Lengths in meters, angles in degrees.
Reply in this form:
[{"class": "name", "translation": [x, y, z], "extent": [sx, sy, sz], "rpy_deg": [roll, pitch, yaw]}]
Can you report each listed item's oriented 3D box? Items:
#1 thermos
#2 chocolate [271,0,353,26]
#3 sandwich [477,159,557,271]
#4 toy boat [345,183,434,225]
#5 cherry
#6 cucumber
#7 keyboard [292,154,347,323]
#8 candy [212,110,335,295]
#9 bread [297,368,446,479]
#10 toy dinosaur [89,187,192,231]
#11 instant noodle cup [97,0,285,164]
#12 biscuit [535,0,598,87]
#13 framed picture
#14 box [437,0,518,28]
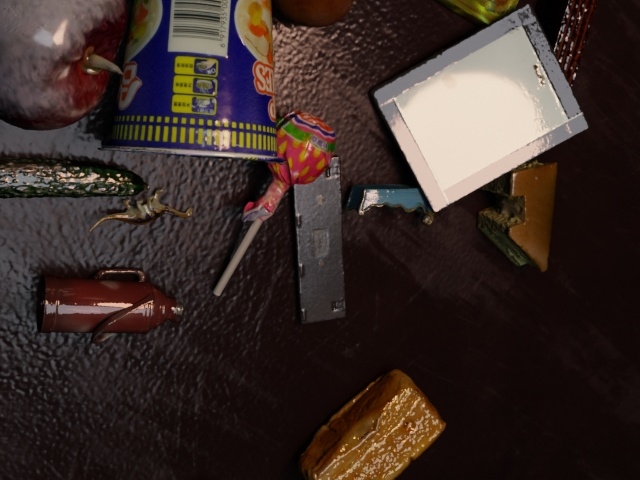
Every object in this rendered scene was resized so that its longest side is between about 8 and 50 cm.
[{"class": "thermos", "translation": [-0.342, 0.105, 1.286], "extent": [0.232, 0.099, 0.124], "rpy_deg": [3, 64, -27]}, {"class": "chocolate", "translation": [-0.016, -0.426, 1.267], "extent": [0.177, 0.177, 0.176], "rpy_deg": [-7, 106, -23]}, {"class": "sandwich", "translation": [0.397, -0.045, 1.569], "extent": [0.128, 0.122, 0.235], "rpy_deg": [-11, 108, -24]}, {"class": "toy boat", "translation": [0.138, -0.064, 1.469], "extent": [0.185, 0.075, 0.077], "rpy_deg": [-3, 102, -29]}, {"class": "cherry", "translation": [-0.395, -0.284, 1.070], "extent": [0.296, 0.218, 0.255], "rpy_deg": [23, 117, 2]}, {"class": "cucumber", "translation": [-0.412, -0.097, 1.215], "extent": [0.293, 0.067, 0.067], "rpy_deg": [-2, 104, -25]}, {"class": "keyboard", "translation": [0.000, 0.000, 1.451], "extent": [0.106, 0.027, 0.317], "rpy_deg": [-8, 106, -19]}, {"class": "candy", "translation": [-0.097, -0.057, 1.351], "extent": [0.124, 0.124, 0.365], "rpy_deg": [24, 107, -28]}, {"class": "bread", "translation": [0.100, 0.404, 1.545], "extent": [0.294, 0.132, 0.167], "rpy_deg": [-41, 116, -9]}, {"class": "toy dinosaur", "translation": [-0.298, -0.053, 1.293], "extent": [0.180, 0.037, 0.058], "rpy_deg": [-9, 102, -24]}, {"class": "instant noodle cup", "translation": [-0.183, -0.280, 1.177], "extent": [0.284, 0.284, 0.312], "rpy_deg": [2, 95, -25]}, {"class": "biscuit", "translation": [0.454, -0.375, 1.516], "extent": [0.073, 0.107, 0.388], "rpy_deg": [12, 99, -23]}, {"class": "framed picture", "translation": [0.299, -0.245, 1.450], "extent": [0.347, 0.016, 0.265], "rpy_deg": [-30, 97, -1]}, {"class": "box", "translation": [0.331, -0.563, 1.446], "extent": [0.173, 0.043, 0.311], "rpy_deg": [20, 94, -28]}]
